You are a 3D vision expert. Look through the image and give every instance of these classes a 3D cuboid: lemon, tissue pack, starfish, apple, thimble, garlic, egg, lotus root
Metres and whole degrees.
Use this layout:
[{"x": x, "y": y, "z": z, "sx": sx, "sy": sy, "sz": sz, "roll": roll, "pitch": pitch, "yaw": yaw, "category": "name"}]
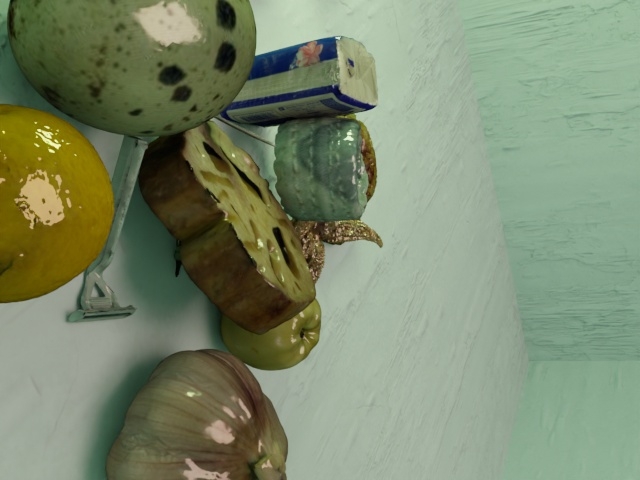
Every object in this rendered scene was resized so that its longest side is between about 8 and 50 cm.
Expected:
[{"x": -0.356, "y": -0.042, "z": 0.915, "sx": 0.253, "sy": 0.228, "sz": 0.228, "roll": -1, "pitch": 87, "yaw": -65, "category": "lemon"}, {"x": -0.044, "y": -0.307, "z": 1.543, "sx": 0.209, "sy": 0.269, "sz": 0.137, "roll": -9, "pitch": 93, "yaw": -63, "category": "tissue pack"}, {"x": -0.021, "y": 0.014, "z": 1.709, "sx": 0.293, "sy": 0.084, "sz": 0.301, "roll": -55, "pitch": 127, "yaw": -25, "category": "starfish"}, {"x": -0.094, "y": 0.151, "z": 1.476, "sx": 0.200, "sy": 0.200, "sz": 0.200, "roll": 18, "pitch": 70, "yaw": -62, "category": "apple"}, {"x": 0.001, "y": -0.138, "z": 1.545, "sx": 0.250, "sy": 0.172, "sz": 0.205, "roll": -42, "pitch": 130, "yaw": -79, "category": "thimble"}, {"x": -0.187, "y": 0.322, "z": 1.228, "sx": 0.322, "sy": 0.241, "sz": 0.322, "roll": 41, "pitch": 33, "yaw": -35, "category": "garlic"}, {"x": -0.251, "y": -0.289, "z": 1.095, "sx": 0.379, "sy": 0.287, "sz": 0.287, "roll": -4, "pitch": 89, "yaw": -63, "category": "egg"}, {"x": -0.139, "y": -0.031, "z": 1.321, "sx": 0.390, "sy": 0.111, "sz": 0.375, "roll": 60, "pitch": 18, "yaw": 17, "category": "lotus root"}]

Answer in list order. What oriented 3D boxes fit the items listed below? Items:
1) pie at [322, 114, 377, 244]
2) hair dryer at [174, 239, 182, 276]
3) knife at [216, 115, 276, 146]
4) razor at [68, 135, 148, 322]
[{"x": 0.039, "y": -0.159, "z": 1.886, "sx": 0.288, "sy": 0.103, "sz": 0.354, "roll": -37, "pitch": 121, "yaw": -53, "category": "pie"}, {"x": -0.235, "y": -0.010, "z": 1.368, "sx": 0.071, "sy": 0.047, "sz": 0.150, "roll": 19, "pitch": 75, "yaw": -61, "category": "hair dryer"}, {"x": -0.178, "y": -0.211, "z": 1.324, "sx": 0.032, "sy": 0.244, "sz": 0.058, "roll": -62, "pitch": 175, "yaw": -5, "category": "knife"}, {"x": -0.305, "y": -0.018, "z": 1.162, "sx": 0.111, "sy": 0.056, "sz": 0.278, "roll": 4, "pitch": 99, "yaw": -62, "category": "razor"}]
